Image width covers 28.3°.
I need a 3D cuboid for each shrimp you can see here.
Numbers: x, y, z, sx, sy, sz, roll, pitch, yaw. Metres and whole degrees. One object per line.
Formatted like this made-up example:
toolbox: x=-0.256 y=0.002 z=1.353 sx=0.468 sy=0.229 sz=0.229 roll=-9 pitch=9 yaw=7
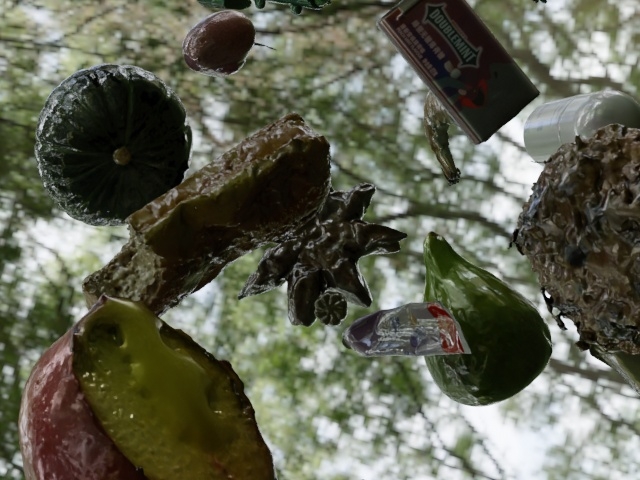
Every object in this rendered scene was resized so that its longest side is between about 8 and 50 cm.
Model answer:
shrimp: x=0.206 y=-0.156 z=1.937 sx=0.049 sy=0.161 sz=0.166 roll=-18 pitch=-70 yaw=-24

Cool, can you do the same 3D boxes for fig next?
fig: x=0.224 y=0.113 z=1.946 sx=0.206 sy=0.206 sz=0.275 roll=-33 pitch=-90 yaw=-50

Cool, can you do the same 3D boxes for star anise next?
star anise: x=-0.019 y=0.000 z=2.177 sx=0.108 sy=0.315 sz=0.315 roll=74 pitch=-146 yaw=-74

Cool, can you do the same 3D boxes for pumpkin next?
pumpkin: x=-0.319 y=-0.144 z=1.934 sx=0.249 sy=0.216 sz=0.250 roll=-2 pitch=-87 yaw=-32

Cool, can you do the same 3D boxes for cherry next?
cherry: x=-0.147 y=-0.289 z=1.853 sx=0.106 sy=0.087 sz=0.126 roll=-44 pitch=-23 yaw=20

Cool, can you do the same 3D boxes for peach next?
peach: x=-0.197 y=0.228 z=1.440 sx=0.281 sy=0.281 sz=0.339 roll=-26 pitch=-67 yaw=-53

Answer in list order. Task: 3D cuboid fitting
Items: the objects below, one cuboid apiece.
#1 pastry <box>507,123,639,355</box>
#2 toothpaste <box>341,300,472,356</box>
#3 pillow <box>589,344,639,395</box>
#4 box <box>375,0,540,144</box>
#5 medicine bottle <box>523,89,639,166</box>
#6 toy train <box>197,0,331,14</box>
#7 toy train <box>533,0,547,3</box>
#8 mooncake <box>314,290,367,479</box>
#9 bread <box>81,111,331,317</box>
pastry: x=0.343 y=-0.005 z=1.398 sx=0.193 sy=0.274 sz=0.275 roll=-30 pitch=-55 yaw=-41
toothpaste: x=0.108 y=0.124 z=1.722 sx=0.048 sy=0.301 sz=0.075 roll=-3 pitch=-96 yaw=-26
pillow: x=0.590 y=0.223 z=2.309 sx=0.217 sy=0.130 sz=0.033 roll=39 pitch=-143 yaw=-33
box: x=0.189 y=-0.251 z=1.755 sx=0.120 sy=0.224 sz=0.069 roll=-41 pitch=2 yaw=2
medicine bottle: x=0.462 y=-0.192 z=2.215 sx=0.341 sy=0.130 sz=0.130 roll=-171 pitch=92 yaw=-82
toy train: x=-0.049 y=-0.291 z=1.331 sx=0.071 sy=0.170 sz=0.111 roll=-12 pitch=-67 yaw=-58
toy train: x=0.324 y=-0.395 z=1.987 sx=0.092 sy=0.045 sz=0.029 roll=4 pitch=-54 yaw=-35
mooncake: x=0.036 y=0.254 z=1.979 sx=0.347 sy=0.150 sz=0.057 roll=65 pitch=-164 yaw=21
bread: x=-0.148 y=-0.018 z=1.680 sx=0.380 sy=0.109 sz=0.185 roll=-34 pitch=-21 yaw=-19
